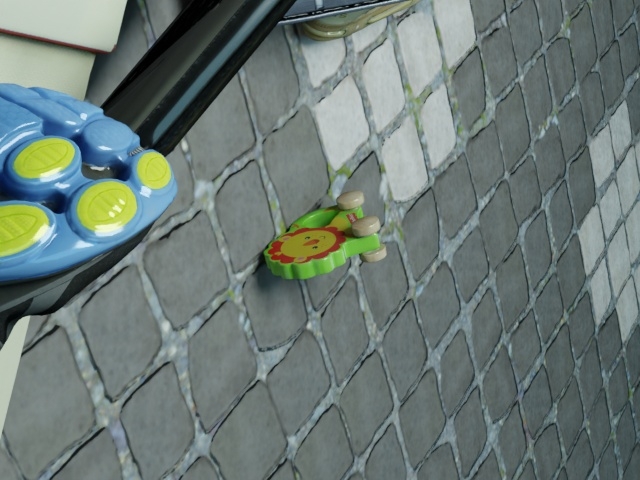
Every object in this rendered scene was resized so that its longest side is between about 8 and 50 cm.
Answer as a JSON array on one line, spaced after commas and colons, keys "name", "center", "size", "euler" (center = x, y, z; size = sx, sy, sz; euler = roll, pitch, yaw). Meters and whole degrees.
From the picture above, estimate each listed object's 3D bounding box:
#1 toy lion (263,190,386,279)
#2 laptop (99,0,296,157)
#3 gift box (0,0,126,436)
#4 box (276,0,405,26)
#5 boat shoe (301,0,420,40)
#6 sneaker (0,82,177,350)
[{"name": "toy lion", "center": [0.000, 0.000, 0.984], "size": [0.100, 0.096, 0.034], "euler": [-114, -171, -66]}, {"name": "laptop", "center": [-0.096, -0.228, 0.597], "size": [0.236, 0.382, 0.408], "euler": [41, 70, -13]}, {"name": "gift box", "center": [-0.233, -0.054, 0.372], "size": [0.276, 0.255, 0.258], "euler": [1, 107, -62]}, {"name": "box", "center": [-0.013, -0.281, 0.877], "size": [0.183, 0.059, 0.232], "euler": [-13, 106, -18]}, {"name": "boat shoe", "center": [0.071, -0.261, 1.074], "size": [0.285, 0.104, 0.089], "euler": [-34, 158, -46]}, {"name": "sneaker", "center": [-0.119, 0.021, 0.329], "size": [0.188, 0.067, 0.078], "euler": [-42, 168, -32]}]
